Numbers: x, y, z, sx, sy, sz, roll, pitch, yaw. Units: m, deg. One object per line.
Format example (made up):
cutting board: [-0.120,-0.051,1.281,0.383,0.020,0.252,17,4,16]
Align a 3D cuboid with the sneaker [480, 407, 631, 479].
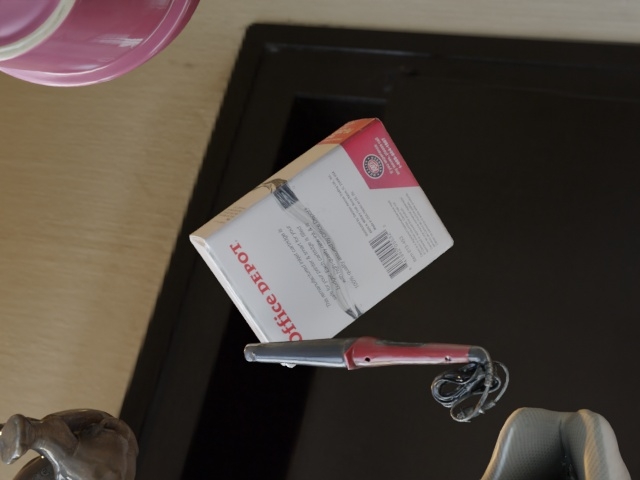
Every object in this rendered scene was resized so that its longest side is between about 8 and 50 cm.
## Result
sneaker: [0.020,0.155,0.279,0.297,0.111,0.129,-34,-64,-49]

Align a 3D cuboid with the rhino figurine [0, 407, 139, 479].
rhino figurine: [-0.195,0.207,0.615,0.106,0.073,0.243,12,-69,-43]

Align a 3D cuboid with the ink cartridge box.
ink cartridge box: [0.000,0.000,1.059,0.237,0.100,0.172,-36,-76,-13]

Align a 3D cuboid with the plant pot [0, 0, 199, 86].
plant pot: [-0.181,-0.187,0.592,0.180,0.201,0.201,-73,-15,-70]

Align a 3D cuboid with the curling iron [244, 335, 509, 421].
curling iron: [0.041,0.118,0.887,0.035,0.274,0.068,16,-100,-60]
